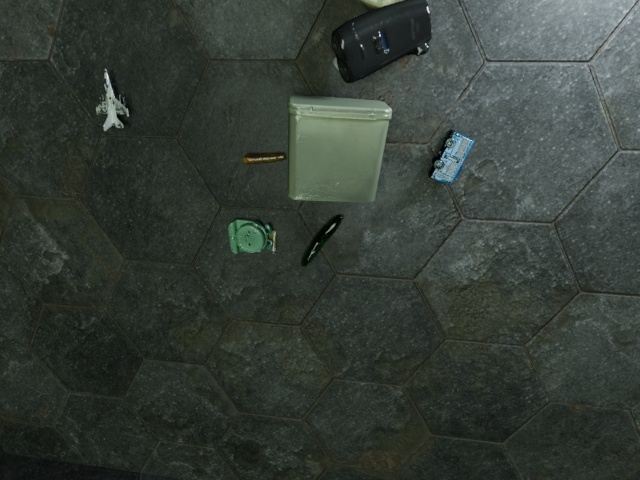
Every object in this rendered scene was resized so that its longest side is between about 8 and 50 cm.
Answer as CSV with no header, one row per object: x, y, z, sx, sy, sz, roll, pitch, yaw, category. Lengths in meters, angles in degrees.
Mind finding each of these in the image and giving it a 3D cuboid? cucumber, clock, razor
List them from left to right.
-0.295,-0.016,1.789,0.188,0.060,0.148,0,113,11,clock
0.000,0.000,1.756,0.056,0.056,0.284,35,108,-6,cucumber
0.201,-0.655,1.370,0.326,0.107,0.189,-23,132,-3,razor

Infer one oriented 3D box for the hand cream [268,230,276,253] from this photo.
-0.206,0.007,1.809,0.035,0.022,0.102,3,108,16,hand cream

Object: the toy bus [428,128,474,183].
0.476,-0.302,1.538,0.106,0.090,0.185,22,113,-3,toy bus

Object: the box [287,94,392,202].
0.050,-0.325,1.511,0.351,0.177,0.344,1,117,-7,box

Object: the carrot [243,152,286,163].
-0.221,-0.328,1.664,0.170,0.042,0.042,-4,111,8,carrot

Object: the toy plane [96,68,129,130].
-0.823,-0.546,1.656,0.159,0.082,0.234,8,99,17,toy plane

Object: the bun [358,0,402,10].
0.194,-0.852,1.342,0.237,0.116,0.210,9,116,-11,bun

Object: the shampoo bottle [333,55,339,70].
0.130,-0.666,1.451,0.192,0.074,0.074,-41,101,20,shampoo bottle
